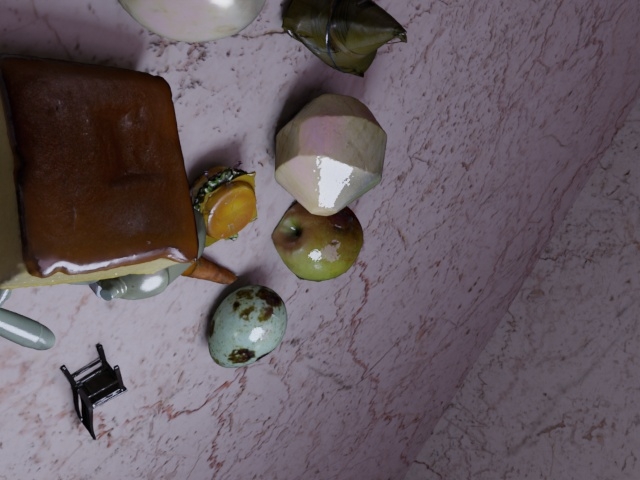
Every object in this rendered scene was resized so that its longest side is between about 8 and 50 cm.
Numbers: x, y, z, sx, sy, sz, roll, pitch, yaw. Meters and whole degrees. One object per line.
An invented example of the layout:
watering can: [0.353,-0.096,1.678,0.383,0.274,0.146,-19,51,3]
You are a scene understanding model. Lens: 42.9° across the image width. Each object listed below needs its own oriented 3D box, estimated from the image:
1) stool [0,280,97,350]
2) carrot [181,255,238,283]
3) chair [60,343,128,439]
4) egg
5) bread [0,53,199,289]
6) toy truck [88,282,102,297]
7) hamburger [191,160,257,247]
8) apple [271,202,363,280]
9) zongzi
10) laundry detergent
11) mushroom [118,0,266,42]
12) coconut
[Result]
stool: [-0.504,0.052,1.314,0.195,0.195,0.199,-55,155,5]
carrot: [-0.245,0.071,1.822,0.057,0.057,0.224,-54,154,3]
chair: [-0.475,0.331,1.750,0.101,0.084,0.212,-30,144,-25]
egg: [-0.178,0.209,1.935,0.231,0.169,0.169,-48,152,18]
bread: [-0.353,-0.101,1.248,0.333,0.143,0.323,-7,83,-53]
toy truck: [-0.412,0.053,1.568,0.063,0.052,0.123,-12,131,-42]
hamburger: [-0.204,-0.076,1.668,0.164,0.093,0.189,-23,138,-36]
apple: [0.000,0.000,1.963,0.188,0.174,0.207,4,103,-58]
zongzi: [0.099,-0.378,1.565,0.260,0.289,0.123,24,89,-58]
laundry detergent: [-0.324,0.025,1.473,0.253,0.181,0.091,-57,155,-51]
mushroom: [-0.198,-0.416,1.225,0.246,0.202,0.246,-7,163,-2]
coconut: [0.019,-0.173,1.741,0.259,0.259,0.259,-34,145,-28]
